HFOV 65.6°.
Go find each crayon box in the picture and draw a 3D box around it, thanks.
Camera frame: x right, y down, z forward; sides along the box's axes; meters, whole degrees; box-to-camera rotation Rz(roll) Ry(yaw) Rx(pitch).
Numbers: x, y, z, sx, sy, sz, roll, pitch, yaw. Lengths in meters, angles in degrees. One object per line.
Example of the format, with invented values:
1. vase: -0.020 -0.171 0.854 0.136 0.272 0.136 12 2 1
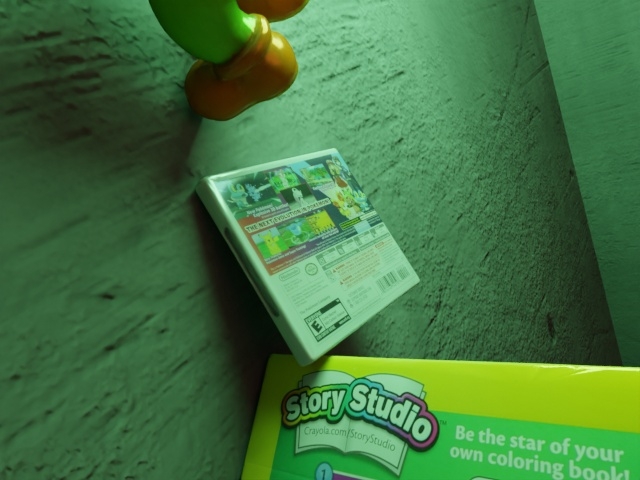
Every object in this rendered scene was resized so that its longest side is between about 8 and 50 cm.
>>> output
1. crayon box: 0.087 0.245 0.336 0.106 0.362 0.313 34 59 -41

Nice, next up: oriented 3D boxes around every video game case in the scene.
1. video game case: 0.000 0.000 0.495 0.201 0.023 0.183 -24 80 -49

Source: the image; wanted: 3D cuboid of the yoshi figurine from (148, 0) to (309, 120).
1. yoshi figurine: -0.161 -0.241 0.324 0.203 0.203 0.362 -46 145 2
